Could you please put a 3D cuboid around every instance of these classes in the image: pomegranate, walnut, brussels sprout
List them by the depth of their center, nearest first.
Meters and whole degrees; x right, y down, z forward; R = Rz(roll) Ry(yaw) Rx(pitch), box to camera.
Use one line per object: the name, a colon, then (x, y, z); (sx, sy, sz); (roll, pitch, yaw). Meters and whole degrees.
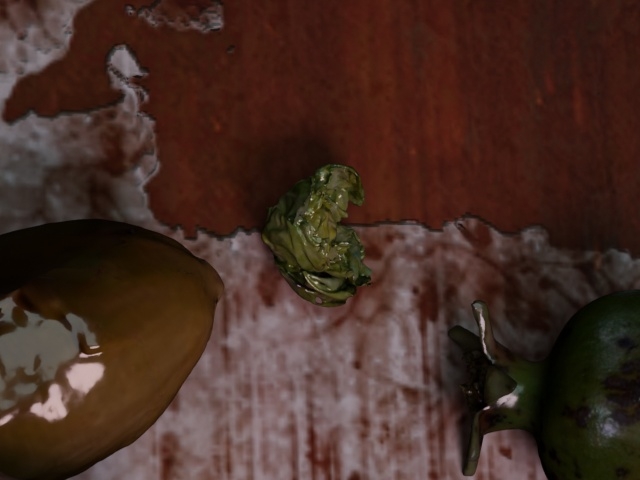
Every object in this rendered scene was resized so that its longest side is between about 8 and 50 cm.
walnut: (-0.164, 0.066, 0.804); (0.245, 0.137, 0.137); (-22, 85, -19)
pomegranate: (0.166, 0.096, 0.899); (0.169, 0.148, 0.148); (2, 77, -10)
brussels sprout: (0.000, 0.000, 0.912); (0.085, 0.058, 0.085); (27, 52, -41)

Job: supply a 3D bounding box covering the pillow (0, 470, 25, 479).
pillow: (-0.165, 0.194, 0.748); (0.236, 0.223, 0.084); (20, 32, -9)
